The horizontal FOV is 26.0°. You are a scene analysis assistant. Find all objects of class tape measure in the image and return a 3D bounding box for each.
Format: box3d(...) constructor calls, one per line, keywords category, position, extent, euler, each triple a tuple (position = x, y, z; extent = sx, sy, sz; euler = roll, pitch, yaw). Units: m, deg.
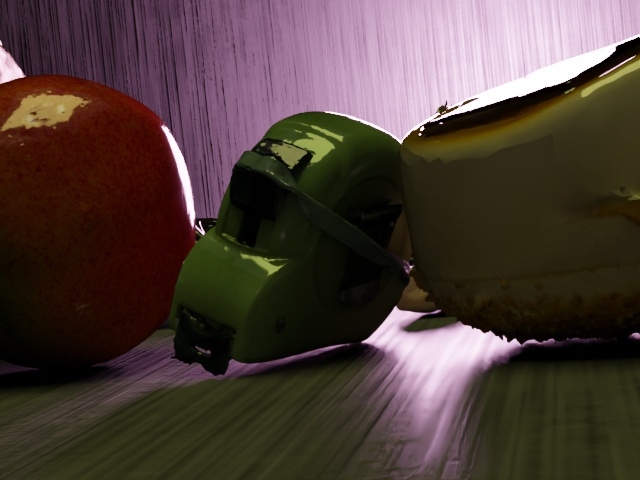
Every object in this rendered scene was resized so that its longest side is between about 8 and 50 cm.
box3d(category="tape measure", position=(0.000, 0.000, 0.962), extent=(0.106, 0.175, 0.200), euler=(23, 15, 37))

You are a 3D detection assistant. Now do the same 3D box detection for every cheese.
box3d(category="cheese", position=(0.123, 0.035, 1.206), extent=(0.065, 0.043, 0.194), euler=(0, 3, 24))

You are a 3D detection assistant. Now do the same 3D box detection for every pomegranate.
box3d(category="pomegranate", position=(-0.213, -0.004, 1.019), extent=(0.221, 0.221, 0.257), euler=(-3, 32, 48))

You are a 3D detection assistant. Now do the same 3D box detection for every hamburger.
box3d(category="hamburger", position=(0.191, -0.032, 0.901), extent=(0.294, 0.179, 0.276), euler=(-15, 9, 42))

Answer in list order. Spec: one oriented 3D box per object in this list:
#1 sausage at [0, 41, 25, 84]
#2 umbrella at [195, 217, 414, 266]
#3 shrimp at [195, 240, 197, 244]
box3d(category="sausage", position=(-0.390, -0.029, 1.235), extent=(0.287, 0.233, 0.233), euler=(-18, 1, 7))
box3d(category="umbrella", position=(-0.045, 0.016, 1.369), extent=(0.340, 0.118, 0.118), euler=(-4, 3, 14))
box3d(category="shrimp", position=(-0.222, 0.025, 1.317), extent=(0.219, 0.152, 0.046), euler=(-12, -35, 6))
